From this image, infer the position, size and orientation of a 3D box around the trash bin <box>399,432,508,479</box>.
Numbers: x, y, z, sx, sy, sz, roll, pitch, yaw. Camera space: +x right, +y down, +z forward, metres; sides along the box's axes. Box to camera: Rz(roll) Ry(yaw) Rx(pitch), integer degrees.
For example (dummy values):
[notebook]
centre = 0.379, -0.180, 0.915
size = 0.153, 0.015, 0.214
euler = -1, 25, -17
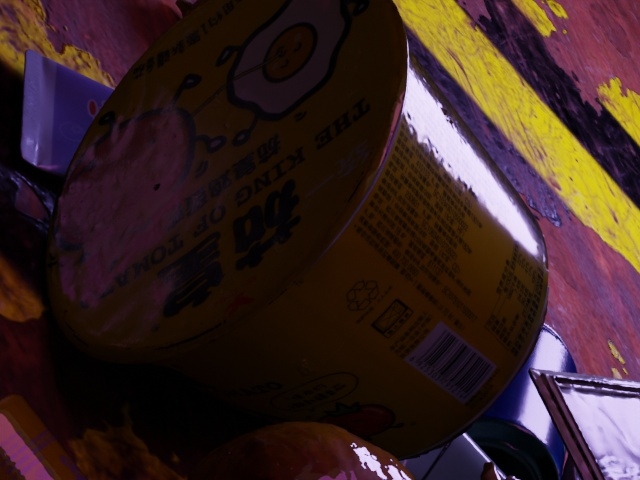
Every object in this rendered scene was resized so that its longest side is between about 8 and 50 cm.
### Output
[trash bin]
centre = 0.095, 0.212, 1.317
size = 0.130, 0.059, 0.116
euler = 46, 62, -12

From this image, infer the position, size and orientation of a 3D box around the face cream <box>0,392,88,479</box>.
[face cream]
centre = -0.127, 0.219, 1.001
size = 0.273, 0.078, 0.078
euler = 52, 28, 1

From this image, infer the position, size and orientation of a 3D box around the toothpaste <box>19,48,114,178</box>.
[toothpaste]
centre = -0.086, -0.036, 1.390
size = 0.371, 0.080, 0.125
euler = 24, 41, -28

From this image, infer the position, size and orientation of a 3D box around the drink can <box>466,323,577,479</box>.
[drink can]
centre = 0.158, 0.152, 1.454
size = 0.118, 0.118, 0.205
euler = 45, 30, -11

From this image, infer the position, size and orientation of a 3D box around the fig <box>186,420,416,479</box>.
[fig]
centre = -0.025, 0.192, 1.071
size = 0.159, 0.257, 0.159
euler = 2, 81, -14

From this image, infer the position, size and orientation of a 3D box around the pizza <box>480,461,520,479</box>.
[pizza]
centre = 0.069, 0.234, 1.109
size = 0.074, 0.251, 0.287
euler = 19, 29, -17

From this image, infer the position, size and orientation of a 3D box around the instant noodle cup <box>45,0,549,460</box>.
[instant noodle cup]
centre = 0.000, 0.000, 1.228
size = 0.254, 0.325, 0.325
euler = 39, 29, -38

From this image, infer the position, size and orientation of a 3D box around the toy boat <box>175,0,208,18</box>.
[toy boat]
centre = -0.046, -0.151, 1.571
size = 0.226, 0.068, 0.088
euler = 52, 22, 3

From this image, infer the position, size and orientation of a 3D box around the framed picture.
[framed picture]
centre = 0.267, 0.213, 1.238
size = 0.216, 0.016, 0.273
euler = 10, 48, -51

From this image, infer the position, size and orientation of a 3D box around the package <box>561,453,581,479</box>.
[package]
centre = 0.275, 0.280, 1.491
size = 0.204, 0.062, 0.251
euler = 28, 61, -37
